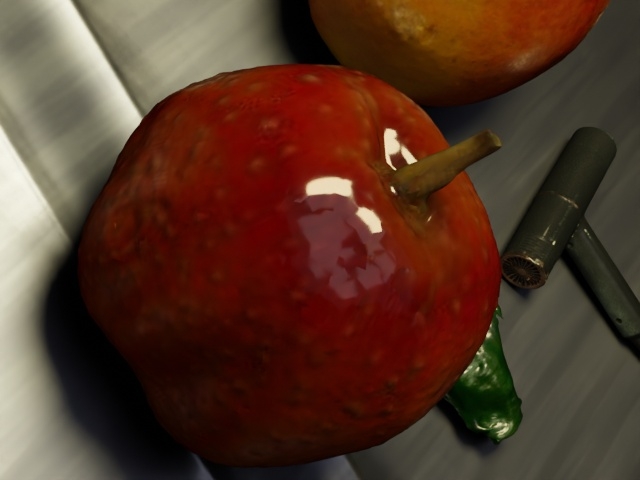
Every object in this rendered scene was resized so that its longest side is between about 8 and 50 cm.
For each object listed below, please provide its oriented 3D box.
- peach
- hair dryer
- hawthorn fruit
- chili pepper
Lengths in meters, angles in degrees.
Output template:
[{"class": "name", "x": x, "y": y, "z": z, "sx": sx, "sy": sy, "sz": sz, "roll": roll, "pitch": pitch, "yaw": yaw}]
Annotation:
[{"class": "peach", "x": 0.122, "y": -0.237, "z": 1.211, "sx": 0.281, "sy": 0.281, "sz": 0.238, "roll": -8, "pitch": 79, "yaw": -34}, {"class": "hair dryer", "x": 0.264, "y": 0.018, "z": 1.362, "sx": 0.195, "sy": 0.050, "sz": 0.173, "roll": 45, "pitch": 58, "yaw": -18}, {"class": "hawthorn fruit", "x": 0.000, "y": 0.000, "z": 1.025, "sx": 0.287, "sy": 0.330, "sz": 0.287, "roll": 22, "pitch": 55, "yaw": -34}, {"class": "chili pepper", "x": 0.095, "y": 0.075, "z": 1.225, "sx": 0.108, "sy": 0.062, "sz": 0.216, "roll": -35, "pitch": 96, "yaw": -29}]
